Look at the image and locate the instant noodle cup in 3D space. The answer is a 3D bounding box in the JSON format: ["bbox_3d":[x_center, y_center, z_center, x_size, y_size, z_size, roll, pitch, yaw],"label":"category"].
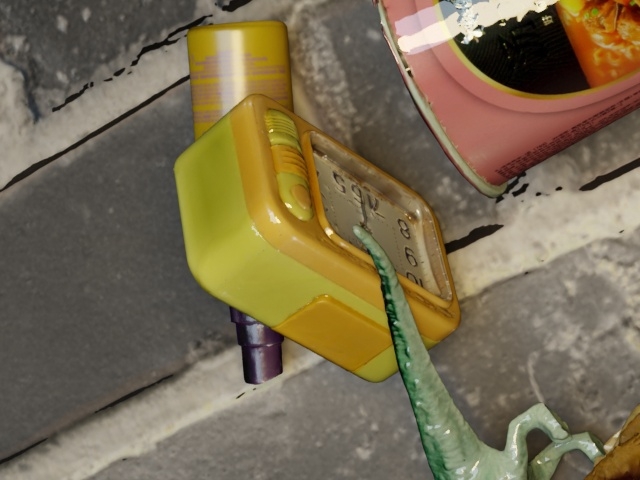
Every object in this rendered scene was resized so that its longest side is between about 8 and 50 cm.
[{"bbox_3d":[0.180,-0.179,1.305,0.255,0.244,0.244,-24,85,18],"label":"instant noodle cup"}]

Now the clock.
[{"bbox_3d":[0.000,0.000,1.402,0.096,0.202,0.143,-39,41,24],"label":"clock"}]

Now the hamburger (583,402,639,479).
[{"bbox_3d":[0.284,0.211,1.319,0.244,0.163,0.244,3,101,18],"label":"hamburger"}]

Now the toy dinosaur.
[{"bbox_3d":[0.134,0.132,1.390,0.129,0.076,0.383,-19,108,-2],"label":"toy dinosaur"}]

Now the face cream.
[{"bbox_3d":[-0.053,-0.028,1.506,0.078,0.078,0.273,-2,95,27],"label":"face cream"}]
